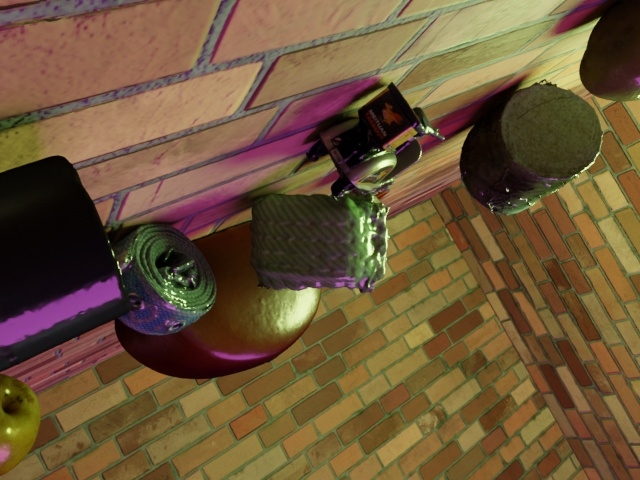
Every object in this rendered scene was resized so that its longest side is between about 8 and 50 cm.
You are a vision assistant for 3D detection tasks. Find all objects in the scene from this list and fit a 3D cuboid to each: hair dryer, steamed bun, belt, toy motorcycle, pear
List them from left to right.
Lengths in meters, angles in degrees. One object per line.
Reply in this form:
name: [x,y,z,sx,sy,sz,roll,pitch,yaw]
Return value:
hair dryer: [-0.286,0.058,0.413,0.244,0.116,0.302,-24,-179,-26]
pear: [-0.659,0.361,1.109,0.209,0.208,0.209,-28,176,-2]
belt: [-0.199,0.046,0.727,0.082,0.147,0.163,-33,-157,15]
steamed bun: [-0.166,0.122,1.084,0.235,0.248,0.379,-32,176,42]
toy motorcycle: [0.079,-0.126,0.787,0.157,0.090,0.263,-33,175,16]

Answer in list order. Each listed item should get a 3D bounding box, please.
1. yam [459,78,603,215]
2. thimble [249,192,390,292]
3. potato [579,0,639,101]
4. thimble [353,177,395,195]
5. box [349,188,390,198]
yam: [0.451,-0.195,1.280,0.241,0.240,0.348,-28,175,-2]
thimble: [0.000,0.000,0.900,0.219,0.150,0.219,0,-175,0]
potato: [0.519,-0.319,0.903,0.235,0.160,0.177,-48,-156,33]
thimble: [0.095,-0.121,1.105,0.085,0.062,0.110,-27,176,4]
box: [0.089,-0.095,1.457,0.112,0.048,0.175,-27,176,-21]
